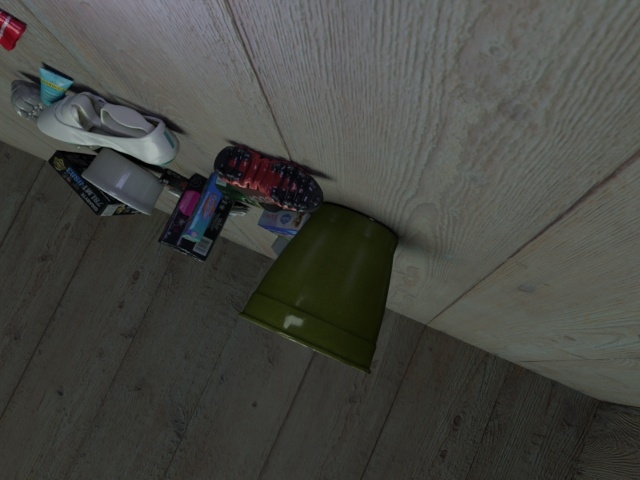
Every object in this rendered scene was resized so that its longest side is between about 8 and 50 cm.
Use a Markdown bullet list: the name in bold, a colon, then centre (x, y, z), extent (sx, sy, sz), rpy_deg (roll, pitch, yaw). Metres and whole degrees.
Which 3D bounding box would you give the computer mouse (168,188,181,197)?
- **computer mouse**: centre (-0.540, -0.184, 2.565), extent (0.106, 0.042, 0.193), rpy_deg (28, 178, 3)

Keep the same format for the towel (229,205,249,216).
- **towel**: centre (-0.390, -0.111, 2.382), extent (0.210, 0.034, 0.285), rpy_deg (5, 179, -19)

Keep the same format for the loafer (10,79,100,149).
- **loafer**: centre (-0.734, -0.356, 1.856), extent (0.111, 0.112, 0.319), rpy_deg (60, -169, 27)

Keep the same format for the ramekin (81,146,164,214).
- **ramekin**: centre (-0.693, -0.217, 2.334), extent (0.277, 0.135, 0.277), rpy_deg (32, 179, 1)

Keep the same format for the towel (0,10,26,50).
- **towel**: centre (-0.725, -0.472, 1.285), extent (0.275, 0.031, 0.199), rpy_deg (29, 170, -31)

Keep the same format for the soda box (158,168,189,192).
- **soda box**: centre (-0.479, -0.190, 2.299), extent (0.169, 0.053, 0.060), rpy_deg (29, 171, -25)

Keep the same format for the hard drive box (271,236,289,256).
- **hard drive box**: centre (-0.043, 0.079, 2.300), extent (0.181, 0.089, 0.232), rpy_deg (24, -162, -41)

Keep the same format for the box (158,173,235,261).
- **box**: centre (-0.404, -0.071, 2.156), extent (0.164, 0.247, 0.142), rpy_deg (27, 173, -17)

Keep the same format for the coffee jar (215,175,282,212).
- **coffee jar**: centre (-0.177, -0.134, 1.697), extent (0.185, 0.079, 0.096), rpy_deg (20, 169, 31)

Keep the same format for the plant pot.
- **plant pot**: centre (0.027, 0.108, 1.690), extent (0.367, 0.352, 0.366), rpy_deg (23, 171, 4)

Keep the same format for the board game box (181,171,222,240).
- **board game box**: centre (-0.339, -0.099, 1.925), extent (0.047, 0.210, 0.160), rpy_deg (27, 172, -16)

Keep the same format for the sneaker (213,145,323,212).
- **sneaker**: centre (-0.104, -0.126, 1.474), extent (0.276, 0.097, 0.135), rpy_deg (23, 172, 23)

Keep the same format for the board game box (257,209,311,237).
- **board game box**: centre (0.000, 0.000, 2.087), extent (0.318, 0.065, 0.319), rpy_deg (28, 172, -27)

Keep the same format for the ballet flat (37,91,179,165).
- **ballet flat**: centre (-0.531, -0.296, 1.603), extent (0.401, 0.139, 0.139), rpy_deg (18, 170, 14)

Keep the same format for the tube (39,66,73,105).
- **tube**: centre (-0.664, -0.385, 1.631), extent (0.080, 0.052, 0.207), rpy_deg (17, 169, -23)

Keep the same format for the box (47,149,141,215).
- **box**: centre (-0.846, -0.218, 2.515), extent (0.295, 0.073, 0.293), rpy_deg (45, -168, 8)
